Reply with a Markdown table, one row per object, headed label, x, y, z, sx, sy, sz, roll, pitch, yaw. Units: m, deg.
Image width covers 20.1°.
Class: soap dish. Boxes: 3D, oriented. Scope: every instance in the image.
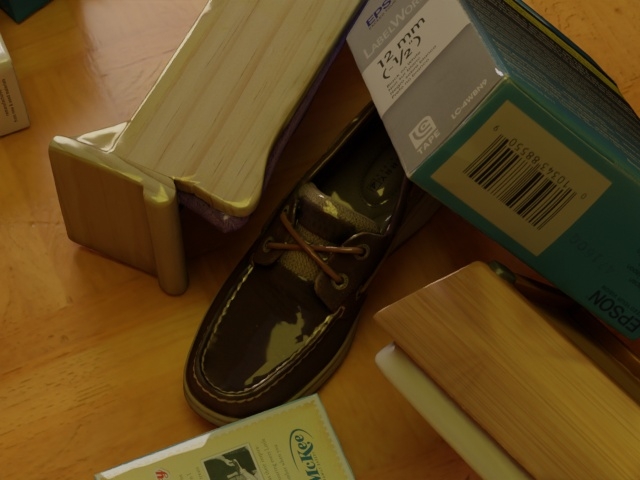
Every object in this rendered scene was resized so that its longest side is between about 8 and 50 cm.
| label | x | y | z | sx | sy | sz | roll | pitch | yaw |
| --- | --- | --- | --- | --- | --- | --- | --- | --- | --- |
| soap dish | 0.197 | 0.140 | 1.309 | 0.291 | 0.229 | 0.118 | 44 | 103 | 28 |

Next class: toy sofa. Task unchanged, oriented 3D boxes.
| label | x | y | z | sx | sy | sz | roll | pitch | yaw |
| --- | --- | --- | --- | --- | --- | --- | --- | --- | --- |
| toy sofa | -0.067 | -0.136 | 1.553 | 0.177 | 0.150 | 0.362 | 22 | 61 | 12 |

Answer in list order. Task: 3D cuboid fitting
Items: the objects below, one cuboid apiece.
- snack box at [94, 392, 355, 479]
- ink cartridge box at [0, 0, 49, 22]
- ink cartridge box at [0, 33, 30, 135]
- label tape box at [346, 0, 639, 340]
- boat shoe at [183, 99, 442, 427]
| label | x | y | z | sx | sy | sz | roll | pitch | yaw |
| --- | --- | --- | --- | --- | --- | --- | --- | --- | --- |
| snack box | -0.031 | 0.284 | 1.330 | 0.187 | 0.060 | 0.322 | -19 | 58 | -9 |
| ink cartridge box | -0.308 | -0.326 | 1.644 | 0.078 | 0.231 | 0.134 | -38 | 62 | -19 |
| ink cartridge box | -0.403 | -0.153 | 1.617 | 0.237 | 0.100 | 0.172 | -20 | 58 | -10 |
| label tape box | 0.153 | -0.105 | 1.444 | 0.115 | 0.249 | 0.348 | -48 | 29 | 16 |
| boat shoe | 0.000 | 0.000 | 1.475 | 0.123 | 0.123 | 0.342 | 30 | 64 | 21 |
